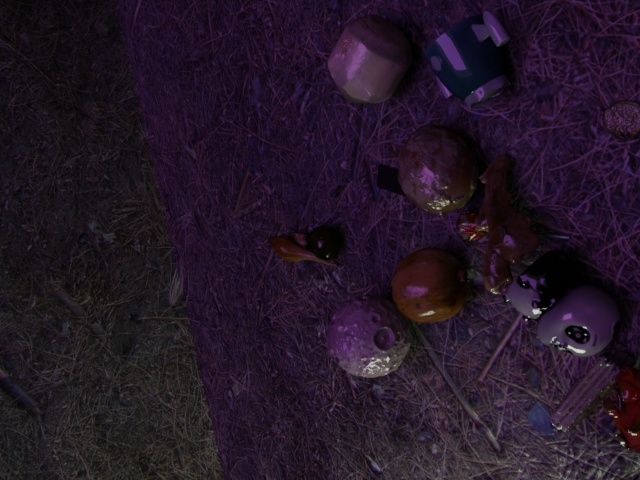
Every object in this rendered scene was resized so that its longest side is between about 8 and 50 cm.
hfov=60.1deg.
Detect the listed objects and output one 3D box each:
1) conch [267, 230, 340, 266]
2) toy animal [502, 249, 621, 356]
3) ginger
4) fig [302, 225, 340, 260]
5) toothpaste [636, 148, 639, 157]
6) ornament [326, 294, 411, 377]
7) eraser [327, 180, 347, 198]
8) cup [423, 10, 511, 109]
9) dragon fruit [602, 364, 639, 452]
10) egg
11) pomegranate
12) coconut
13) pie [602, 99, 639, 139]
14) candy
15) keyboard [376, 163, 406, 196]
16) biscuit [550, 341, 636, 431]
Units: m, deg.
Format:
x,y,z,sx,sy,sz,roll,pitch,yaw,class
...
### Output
x,y,z,sx,sy,sz,roll,pitch,yaw,class
-0.063,0.038,2.016,0.330,0.109,0.093,20,156,24,conch
0.544,0.148,1.231,0.235,0.165,0.187,56,166,24,toy animal
0.434,-0.044,1.312,0.148,0.081,0.333,-20,70,49,ginger
0.000,0.000,1.915,0.177,0.117,0.117,20,117,61,fig
0.705,-0.260,1.005,0.056,0.058,0.314,19,131,-3,toothpaste
0.151,0.292,1.688,0.225,0.259,0.259,158,97,-73,ornament
0.056,-0.169,1.847,0.099,0.027,0.019,-53,53,44,eraser
0.358,-0.411,1.304,0.173,0.167,0.299,60,166,4,cup
0.689,0.353,1.084,0.227,0.224,0.224,22,118,45,dragon fruit
0.297,-0.183,1.413,0.203,0.203,0.245,-37,55,49,egg
0.304,0.124,1.498,0.215,0.215,0.215,19,115,47,pomegranate
0.130,-0.480,1.517,0.234,0.224,0.224,-50,62,32,coconut
0.621,-0.249,1.136,0.085,0.017,0.085,21,118,46,pie
0.468,-0.021,1.368,0.288,0.078,0.084,12,107,40,candy
0.241,-0.171,1.632,0.196,0.015,0.074,25,116,44,keyboard
0.614,0.336,1.252,0.062,0.108,0.239,43,131,32,biscuit
